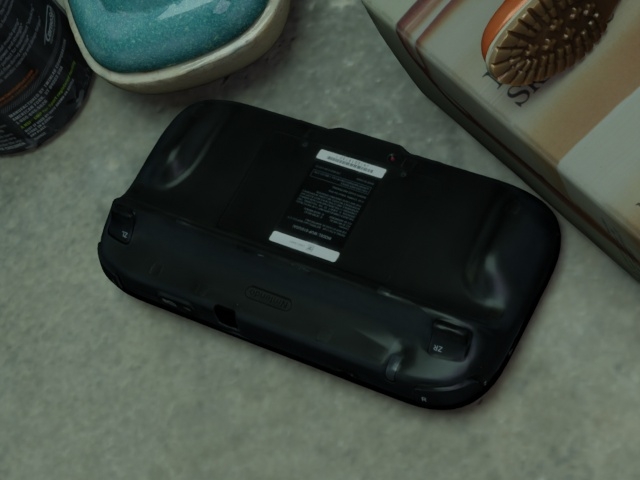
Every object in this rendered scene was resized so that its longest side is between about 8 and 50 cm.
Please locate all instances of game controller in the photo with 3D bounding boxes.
[{"bbox_3d":[0.000,0.000,1.130,0.319,0.067,0.166,19,60,28],"label":"game controller"}]

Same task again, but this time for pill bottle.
[{"bbox_3d":[-0.274,-0.171,1.204,0.130,0.246,0.130,-9,63,18],"label":"pill bottle"}]

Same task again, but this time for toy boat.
[{"bbox_3d":[-0.058,-0.263,1.218,0.318,0.148,0.267,-21,60,12],"label":"toy boat"}]

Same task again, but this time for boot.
[{"bbox_3d":[0.136,-0.158,0.984,0.084,0.059,0.158,31,69,38],"label":"boot"}]

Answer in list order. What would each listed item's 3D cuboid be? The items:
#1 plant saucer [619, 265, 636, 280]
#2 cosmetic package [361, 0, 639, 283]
[{"bbox_3d":[0.278,-0.031,1.048,0.192,0.018,0.067,-45,58,-4],"label":"plant saucer"},{"bbox_3d":[0.181,-0.096,1.038,0.153,0.129,0.296,-45,53,-2],"label":"cosmetic package"}]
